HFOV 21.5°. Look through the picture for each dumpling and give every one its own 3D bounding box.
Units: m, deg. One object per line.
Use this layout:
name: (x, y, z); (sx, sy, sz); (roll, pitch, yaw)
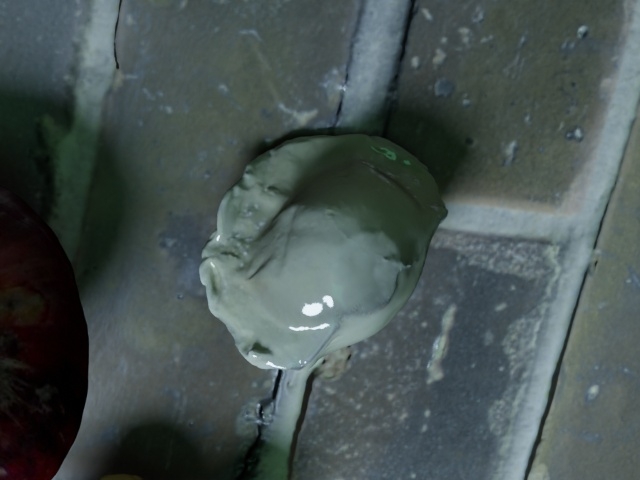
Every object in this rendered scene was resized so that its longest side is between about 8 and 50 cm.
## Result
dumpling: (0.000, 0.000, 1.529); (0.258, 0.147, 0.193); (-40, 80, -20)

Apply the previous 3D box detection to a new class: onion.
onion: (-0.364, 0.109, 1.441); (0.348, 0.285, 0.347); (4, 71, -11)

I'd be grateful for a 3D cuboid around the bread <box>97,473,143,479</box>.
bread: (-0.232, 0.423, 1.614); (0.245, 0.329, 0.424); (41, 101, 18)
